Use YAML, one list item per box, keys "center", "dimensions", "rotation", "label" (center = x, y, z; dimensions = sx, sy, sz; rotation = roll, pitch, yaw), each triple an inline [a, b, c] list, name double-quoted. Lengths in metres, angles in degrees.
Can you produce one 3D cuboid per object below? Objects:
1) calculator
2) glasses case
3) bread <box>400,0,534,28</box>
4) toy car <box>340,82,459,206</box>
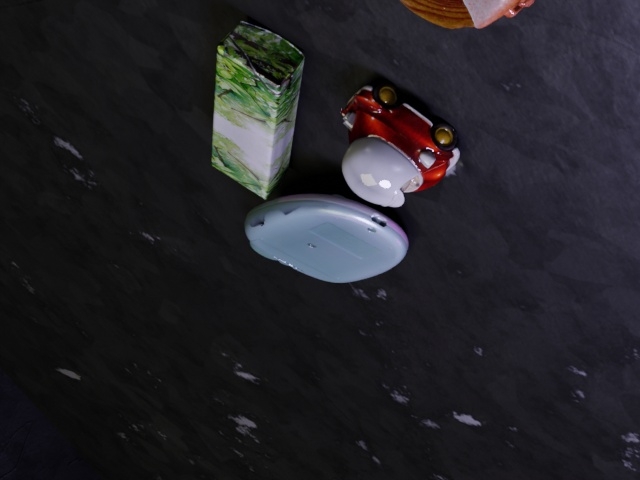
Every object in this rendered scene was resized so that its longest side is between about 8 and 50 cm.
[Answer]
- center: [0.000, 0.000, 1.996]
  dimensions: [0.186, 0.041, 0.299]
  rotation: [28, 157, -23]
  label: "calculator"
- center: [-0.078, -0.157, 1.865]
  dimensions: [0.095, 0.062, 0.272]
  rotation: [34, 154, 11]
  label: "glasses case"
- center: [0.114, -0.290, 1.292]
  dimensions: [0.224, 0.142, 0.211]
  rotation: [6, 123, 48]
  label: "bread"
- center: [0.072, -0.097, 1.708]
  dimensions: [0.139, 0.112, 0.112]
  rotation: [40, 155, -5]
  label: "toy car"
